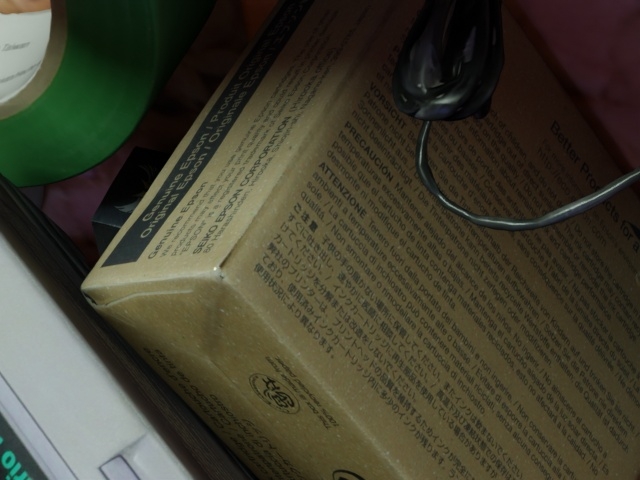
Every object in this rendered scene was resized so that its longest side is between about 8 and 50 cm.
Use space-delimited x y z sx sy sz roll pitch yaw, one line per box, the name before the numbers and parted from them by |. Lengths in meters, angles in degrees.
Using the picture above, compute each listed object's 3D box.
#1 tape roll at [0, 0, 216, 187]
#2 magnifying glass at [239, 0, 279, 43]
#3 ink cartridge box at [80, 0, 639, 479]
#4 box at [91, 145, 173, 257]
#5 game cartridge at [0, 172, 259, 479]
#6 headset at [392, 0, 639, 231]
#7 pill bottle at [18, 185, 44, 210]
tape roll | -0.198 -0.161 0.736 0.321 0.077 0.321 18 144 14
magnifying glass | 0.000 0.000 0.771 0.092 0.026 0.231 -2 110 23
ink cartridge box | 0.044 0.023 0.699 0.088 0.193 0.234 -8 130 45
box | -0.012 0.065 0.905 0.183 0.059 0.232 13 142 16
game cartridge | -0.078 0.076 0.660 0.355 0.068 0.230 47 -179 32
headset | 0.217 -0.021 0.617 0.394 0.185 0.243 16 149 -9
pill bottle | -0.270 -0.032 0.905 0.221 0.124 0.124 28 145 3
